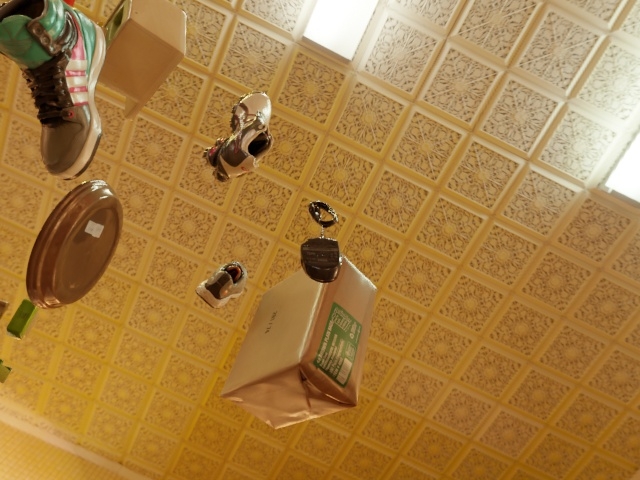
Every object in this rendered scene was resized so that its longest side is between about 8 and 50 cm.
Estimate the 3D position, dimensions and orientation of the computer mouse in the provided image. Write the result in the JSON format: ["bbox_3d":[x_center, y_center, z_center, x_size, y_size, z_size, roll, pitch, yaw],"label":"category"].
[{"bbox_3d":[0.000,0.000,0.833,0.071,0.242,0.041,4,-56,-2],"label":"computer mouse"}]

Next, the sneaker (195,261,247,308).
[{"bbox_3d":[-0.250,0.107,1.296,0.100,0.271,0.108,44,-80,-3],"label":"sneaker"}]

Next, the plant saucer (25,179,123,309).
[{"bbox_3d":[-0.478,0.013,0.924,0.041,0.278,0.278,21,-71,0],"label":"plant saucer"}]

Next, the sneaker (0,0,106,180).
[{"bbox_3d":[-0.431,-0.256,0.709,0.123,0.178,0.296,-6,-103,15],"label":"sneaker"}]

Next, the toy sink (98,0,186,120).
[{"bbox_3d":[-0.408,-0.402,0.985,0.234,0.153,0.131,-33,-39,32],"label":"toy sink"}]

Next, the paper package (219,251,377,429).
[{"bbox_3d":[-0.041,0.228,1.064,0.168,0.325,0.309,40,-48,-19],"label":"paper package"}]

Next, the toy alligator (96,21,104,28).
[{"bbox_3d":[-0.570,-0.541,1.210,0.056,0.189,0.051,1,-64,50],"label":"toy alligator"}]

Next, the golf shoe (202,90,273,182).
[{"bbox_3d":[-0.148,-0.235,1.023,0.120,0.273,0.105,-1,-39,27],"label":"golf shoe"}]

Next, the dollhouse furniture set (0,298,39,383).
[{"bbox_3d":[-0.849,0.184,1.064,0.301,0.198,0.151,26,-29,-18],"label":"dollhouse furniture set"}]

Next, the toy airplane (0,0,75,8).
[{"bbox_3d":[-0.800,-0.650,1.001,0.386,0.272,0.385,-21,-53,-8],"label":"toy airplane"}]
